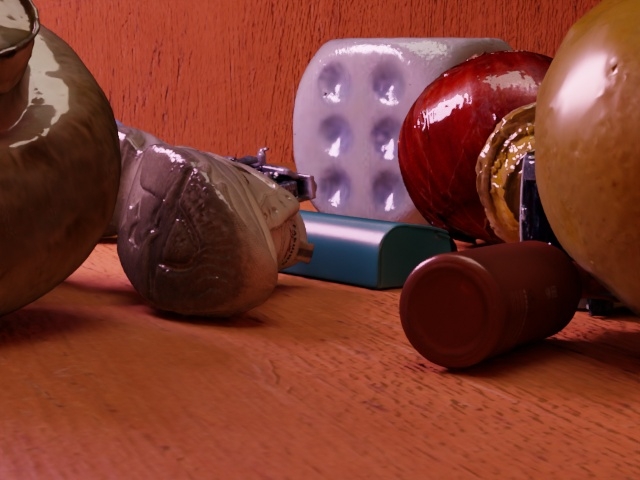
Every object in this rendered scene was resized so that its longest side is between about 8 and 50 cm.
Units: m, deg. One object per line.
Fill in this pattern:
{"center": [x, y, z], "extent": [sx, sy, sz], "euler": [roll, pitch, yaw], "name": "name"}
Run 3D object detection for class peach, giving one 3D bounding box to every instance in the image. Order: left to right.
{"center": [0.312, -0.062, 1.020], "extent": [0.315, 0.282, 0.314], "euler": [17, 45, 35], "name": "peach"}

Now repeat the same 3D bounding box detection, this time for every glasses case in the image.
{"center": [0.001, -0.001, 1.470], "extent": [0.117, 0.070, 0.301], "euler": [-4, 6, -41], "name": "glasses case"}

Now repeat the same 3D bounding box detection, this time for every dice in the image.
{"center": [0.135, -0.160, 2.002], "extent": [0.264, 0.268, 0.262], "euler": [7, 9, 38], "name": "dice"}

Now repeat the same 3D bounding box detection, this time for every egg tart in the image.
{"center": [0.259, -0.057, 1.488], "extent": [0.191, 0.191, 0.074], "euler": [1, 19, 4], "name": "egg tart"}

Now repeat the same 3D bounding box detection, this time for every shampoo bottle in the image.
{"center": [0.149, 0.040, 1.043], "extent": [0.085, 0.085, 0.244], "euler": [5, 7, 33], "name": "shampoo bottle"}

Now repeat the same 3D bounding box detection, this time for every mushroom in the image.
{"center": [-0.326, -0.083, 1.082], "extent": [0.352, 0.260, 0.352], "euler": [20, 35, -15], "name": "mushroom"}

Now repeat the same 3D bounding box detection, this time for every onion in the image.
{"center": [0.231, -0.113, 1.696], "extent": [0.276, 0.276, 0.276], "euler": [1, 6, 0], "name": "onion"}

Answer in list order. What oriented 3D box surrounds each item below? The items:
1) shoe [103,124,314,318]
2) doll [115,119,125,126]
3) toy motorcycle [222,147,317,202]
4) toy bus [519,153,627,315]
{"center": [-0.085, -0.014, 1.277], "extent": [0.210, 0.132, 0.342], "euler": [14, 10, -32], "name": "shoe"}
{"center": [-0.361, -0.086, 1.848], "extent": [0.314, 0.141, 0.177], "euler": [-10, -38, 8], "name": "doll"}
{"center": [-0.099, -0.072, 1.939], "extent": [0.159, 0.106, 0.270], "euler": [-11, 8, -37], "name": "toy motorcycle"}
{"center": [0.285, -0.013, 1.317], "extent": [0.164, 0.134, 0.276], "euler": [0, 8, -4], "name": "toy bus"}
